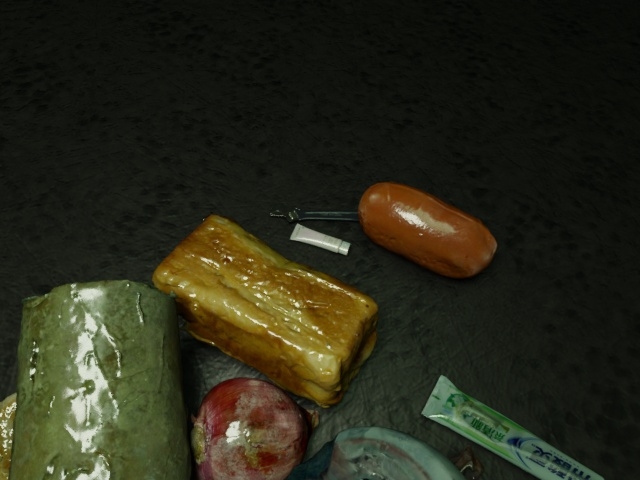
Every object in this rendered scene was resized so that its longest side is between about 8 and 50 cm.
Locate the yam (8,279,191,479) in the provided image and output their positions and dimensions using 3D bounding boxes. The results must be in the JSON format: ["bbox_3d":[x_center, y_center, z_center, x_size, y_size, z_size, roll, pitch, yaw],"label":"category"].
[{"bbox_3d":[-0.264,0.215,0.558,0.195,0.195,0.299,-6,70,-8],"label":"yam"}]

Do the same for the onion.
[{"bbox_3d":[-0.080,0.266,0.627,0.195,0.159,0.159,2,56,-32],"label":"onion"}]

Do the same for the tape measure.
[{"bbox_3d":[0.067,0.356,0.511,0.256,0.147,0.275,-35,44,4],"label":"tape measure"}]

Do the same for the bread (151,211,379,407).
[{"bbox_3d":[-0.081,0.107,0.715,0.344,0.148,0.195,29,51,13],"label":"bread"}]

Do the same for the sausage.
[{"bbox_3d":[0.190,-0.020,0.823,0.259,0.133,0.133,28,61,11],"label":"sausage"}]

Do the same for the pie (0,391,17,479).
[{"bbox_3d":[-0.370,0.275,0.631,0.194,0.079,0.163,-20,68,-24],"label":"pie"}]

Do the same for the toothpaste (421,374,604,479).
[{"bbox_3d":[0.302,0.312,0.686,0.297,0.048,0.074,28,62,15],"label":"toothpaste"}]

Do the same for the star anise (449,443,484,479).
[{"bbox_3d":[0.169,0.401,0.592,0.214,0.099,0.219,-14,62,-2],"label":"star anise"}]

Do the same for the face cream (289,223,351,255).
[{"bbox_3d":[0.000,0.000,0.857,0.115,0.020,0.038,18,60,9],"label":"face cream"}]

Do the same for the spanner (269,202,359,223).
[{"bbox_3d":[0.004,-0.052,0.892,0.209,0.012,0.046,1,59,-4],"label":"spanner"}]
